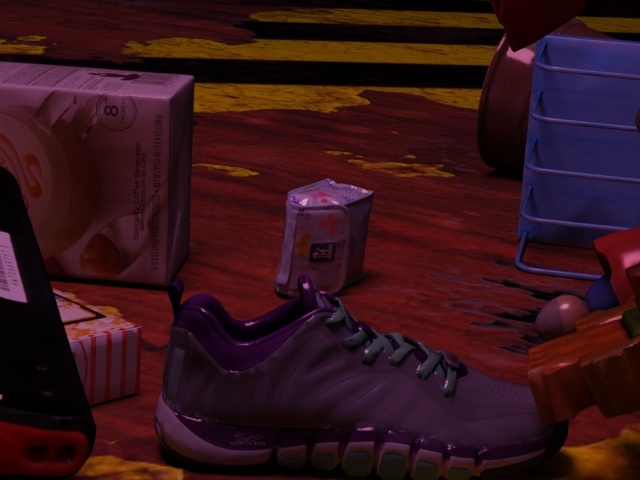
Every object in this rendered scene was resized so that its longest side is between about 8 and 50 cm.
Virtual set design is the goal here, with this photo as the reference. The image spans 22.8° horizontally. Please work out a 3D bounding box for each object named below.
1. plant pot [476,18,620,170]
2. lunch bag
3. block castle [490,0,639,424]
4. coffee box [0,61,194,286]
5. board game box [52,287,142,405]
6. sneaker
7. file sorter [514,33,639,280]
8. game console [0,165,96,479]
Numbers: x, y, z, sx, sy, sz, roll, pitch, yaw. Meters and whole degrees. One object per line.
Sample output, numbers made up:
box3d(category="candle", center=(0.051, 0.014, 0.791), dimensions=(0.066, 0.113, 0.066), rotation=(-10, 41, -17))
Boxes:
box3d(category="plant pot", center=(0.257, -0.122, 1.488), dimensions=(0.165, 0.167, 0.167), rotation=(23, 23, 27))
box3d(category="lunch bag", center=(0.000, 0.000, 1.129), dimensions=(0.053, 0.071, 0.083), rotation=(17, 18, 27))
box3d(category="block castle", center=(0.161, -0.066, 0.776), dimensions=(0.212, 0.303, 0.453), rotation=(-23, -1, 8))
box3d(category="coffee box", center=(-0.221, -0.053, 1.143), dimensions=(0.246, 0.141, 0.098), rotation=(4, 16, 5))
box3d(category="board game box", center=(-0.221, 0.055, 0.928), dimensions=(0.146, 0.045, 0.193), rotation=(-11, 21, -43))
box3d(category="sneaker", center=(0.026, 0.070, 0.837), dimensions=(0.223, 0.098, 0.083), rotation=(1, 16, -7))
box3d(category="file sorter", center=(0.215, -0.062, 1.221), dimensions=(0.118, 0.170, 0.104), rotation=(6, 18, 9))
box3d(category="game console", center=(-0.308, 0.004, 0.828), dimensions=(0.342, 0.060, 0.386), rotation=(15, 17, -22))
